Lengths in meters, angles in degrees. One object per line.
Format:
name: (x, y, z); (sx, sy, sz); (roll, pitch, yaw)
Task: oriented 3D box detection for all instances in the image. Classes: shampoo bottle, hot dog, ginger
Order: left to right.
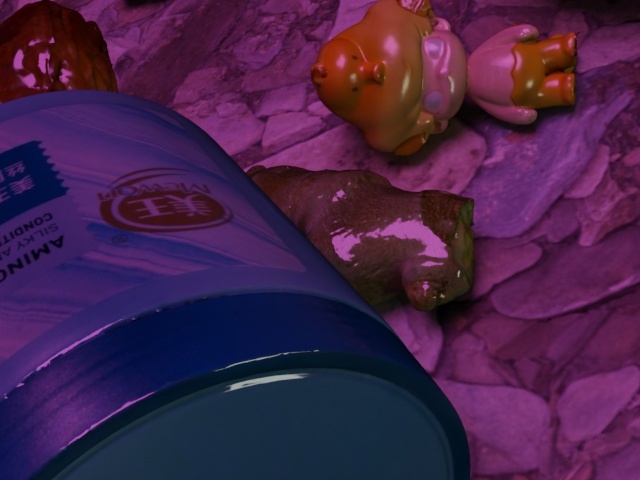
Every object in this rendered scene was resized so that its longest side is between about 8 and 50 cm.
hot dog: (-0.371, -0.086, 1.136); (0.388, 0.174, 0.267); (-34, 41, 11)
shampoo bottle: (-0.129, 0.109, 0.714); (0.331, 0.331, 0.342); (-37, 43, -4)
ginger: (0.004, -0.001, 0.911); (0.290, 0.089, 0.137); (17, 87, 32)

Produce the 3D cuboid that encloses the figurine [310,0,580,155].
figurine: (0.109, -0.154, 0.970); (0.246, 0.131, 0.156); (4, 94, 14)
